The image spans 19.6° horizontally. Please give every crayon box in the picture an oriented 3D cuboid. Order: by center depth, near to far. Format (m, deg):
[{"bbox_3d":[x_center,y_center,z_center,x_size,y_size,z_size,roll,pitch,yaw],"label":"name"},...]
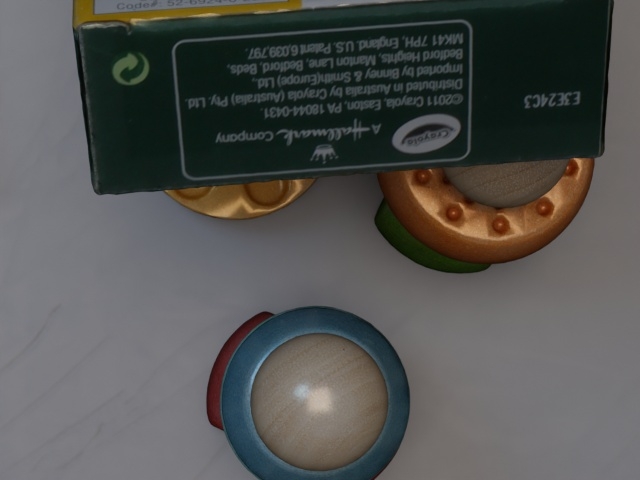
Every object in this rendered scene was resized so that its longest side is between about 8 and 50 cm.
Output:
[{"bbox_3d":[-0.003,-0.144,0.834,0.203,0.323,0.083,-4,125,-3],"label":"crayon box"}]

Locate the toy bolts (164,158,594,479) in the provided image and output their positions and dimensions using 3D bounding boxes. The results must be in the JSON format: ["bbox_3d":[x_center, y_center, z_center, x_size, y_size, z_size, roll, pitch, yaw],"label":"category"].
[{"bbox_3d":[0.000,0.000,0.852,0.218,0.158,0.228,20,85,-1],"label":"toy bolts"}]
